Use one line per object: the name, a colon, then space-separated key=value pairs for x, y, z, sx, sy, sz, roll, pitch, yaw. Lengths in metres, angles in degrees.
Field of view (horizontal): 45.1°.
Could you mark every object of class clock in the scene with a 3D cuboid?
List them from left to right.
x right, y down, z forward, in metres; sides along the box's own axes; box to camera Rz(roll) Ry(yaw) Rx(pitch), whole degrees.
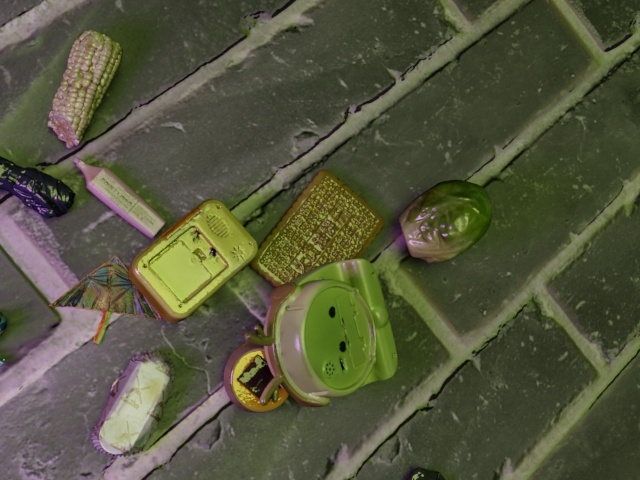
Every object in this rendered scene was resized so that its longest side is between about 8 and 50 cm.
clock: x=-0.224 y=0.036 z=1.357 sx=0.202 sy=0.096 sz=0.143 roll=-42 pitch=92 yaw=-21
clock: x=0.000 y=0.173 z=1.335 sx=0.308 sy=0.096 sz=0.234 roll=-20 pitch=98 yaw=-46

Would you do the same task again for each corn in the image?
corn: x=-0.422 y=-0.272 z=1.356 sx=0.087 sy=0.087 sz=0.210 roll=24 pitch=73 yaw=-12

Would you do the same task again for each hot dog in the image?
hot dog: x=-0.312 y=0.275 z=1.307 sx=0.099 sy=0.053 sz=0.192 roll=27 pitch=70 yaw=-13

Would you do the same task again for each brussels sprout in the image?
brussels sprout: x=0.244 y=-0.039 z=1.491 sx=0.181 sy=0.144 sz=0.161 roll=-15 pitch=49 yaw=18

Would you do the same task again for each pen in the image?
pen: x=-0.361 y=-0.082 z=1.368 sx=0.197 sy=0.032 sz=0.053 roll=40 pitch=71 yaw=-9

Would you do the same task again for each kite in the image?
kite: x=-0.370 y=0.103 z=1.342 sx=0.190 sy=0.010 sz=0.159 roll=8 pitch=78 yaw=-16

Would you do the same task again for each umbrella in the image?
umbrella: x=-0.537 y=-0.114 z=1.299 sx=0.248 sy=0.071 sz=0.070 roll=28 pitch=73 yaw=-12

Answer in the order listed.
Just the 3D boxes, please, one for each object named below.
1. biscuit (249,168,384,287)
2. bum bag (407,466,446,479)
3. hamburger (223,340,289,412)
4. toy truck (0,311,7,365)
biscuit: x=0.000 y=0.000 z=1.471 sx=0.172 sy=0.029 sz=0.254 roll=40 pitch=70 yaw=-7
bum bag: x=0.166 y=0.507 z=1.419 sx=0.087 sy=0.049 sz=0.197 roll=44 pitch=70 yaw=-11
hamburger: x=-0.105 y=0.236 z=1.366 sx=0.127 sy=0.081 sz=0.141 roll=25 pitch=85 yaw=-10
toy truck: x=-0.545 y=0.162 z=1.255 sx=0.073 sy=0.056 sz=0.090 roll=-10 pitch=96 yaw=-15
